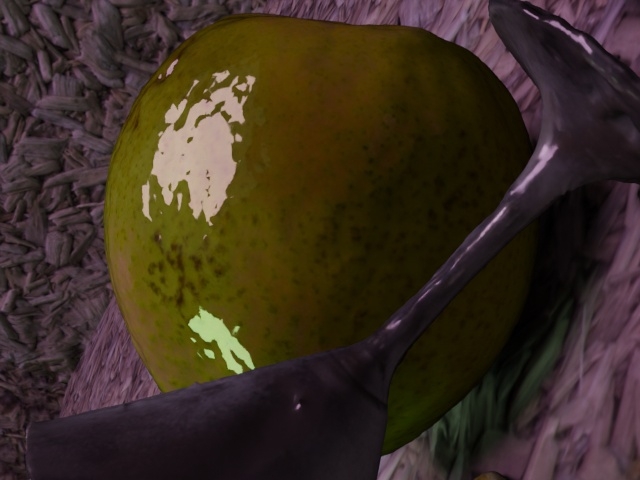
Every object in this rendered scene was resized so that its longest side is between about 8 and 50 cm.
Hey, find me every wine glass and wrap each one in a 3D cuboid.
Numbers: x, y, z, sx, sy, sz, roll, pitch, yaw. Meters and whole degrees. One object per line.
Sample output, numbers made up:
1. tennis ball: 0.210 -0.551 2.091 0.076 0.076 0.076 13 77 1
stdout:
1. wine glass: 0.043 0.061 0.818 0.406 0.267 0.267 -48 17 2

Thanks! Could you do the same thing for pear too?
1. pear: 0.000 0.000 1.096 0.391 0.391 0.391 -59 18 32

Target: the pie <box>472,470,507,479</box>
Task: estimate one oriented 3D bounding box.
1. pie: 0.120 0.216 1.004 0.084 0.021 0.084 -53 22 34
